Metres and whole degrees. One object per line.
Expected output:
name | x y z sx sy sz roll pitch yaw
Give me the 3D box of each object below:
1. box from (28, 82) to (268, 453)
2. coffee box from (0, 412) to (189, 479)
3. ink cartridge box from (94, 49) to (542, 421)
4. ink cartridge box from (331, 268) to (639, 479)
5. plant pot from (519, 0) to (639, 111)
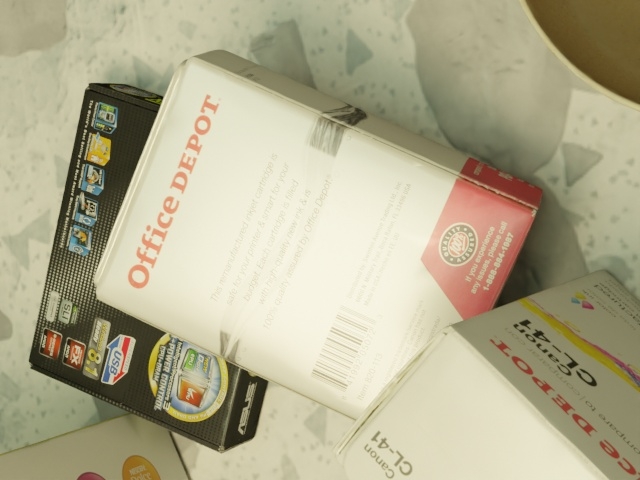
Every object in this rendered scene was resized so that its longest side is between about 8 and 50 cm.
box | -0.130 0.019 1.278 0.216 0.060 0.270 21 104 25
coffee box | -0.291 0.374 1.244 0.338 0.338 0.334 -28 81 28
ink cartridge box | 0.000 0.000 1.127 0.283 0.117 0.207 25 104 6
ink cartridge box | 0.184 0.150 0.984 0.226 0.306 0.131 45 113 17
plant pot | 0.283 -0.218 0.960 0.284 0.191 0.284 3 96 28
